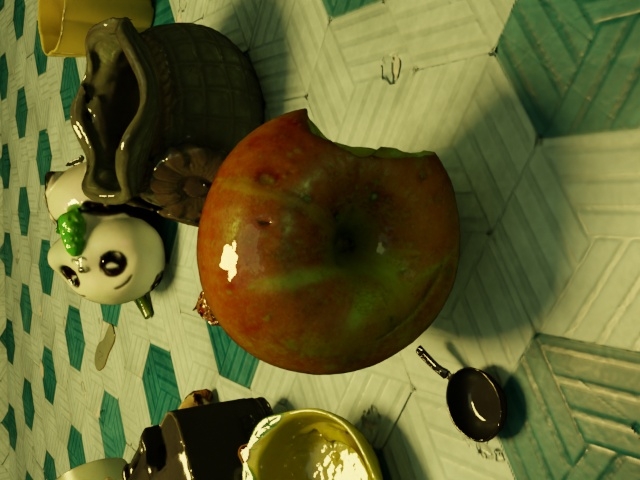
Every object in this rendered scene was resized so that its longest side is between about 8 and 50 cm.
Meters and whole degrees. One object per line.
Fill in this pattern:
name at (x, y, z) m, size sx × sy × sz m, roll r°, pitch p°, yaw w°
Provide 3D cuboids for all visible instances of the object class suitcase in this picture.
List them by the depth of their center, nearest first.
suitcase at (-0.107, 0.423, 0.851) m, size 0.283 × 0.194 × 0.434 m, roll -58°, pitch 47°, yaw 40°

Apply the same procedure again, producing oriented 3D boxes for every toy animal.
toy animal at (-0.398, -0.016, 1.236) m, size 0.212 × 0.212 × 0.267 m, roll -35°, pitch 60°, yaw 50°

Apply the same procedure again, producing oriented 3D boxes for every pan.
pan at (0.135, 0.137, 0.637) m, size 0.115 × 0.023 × 0.069 m, roll 47°, pitch 129°, yaw 40°

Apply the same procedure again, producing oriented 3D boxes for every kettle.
kettle at (-0.440, 0.610, 1.396) m, size 0.255 × 0.165 × 0.240 m, roll 60°, pitch 166°, yaw 28°

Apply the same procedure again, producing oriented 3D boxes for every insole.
insole at (-0.512, 0.256, 1.590) m, size 0.188 × 0.004 × 0.064 m, roll -52°, pitch 52°, yaw 43°

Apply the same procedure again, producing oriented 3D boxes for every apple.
apple at (0.000, 0.000, 0.638) m, size 0.226 × 0.246 × 0.247 m, roll -174°, pitch 83°, yaw -70°

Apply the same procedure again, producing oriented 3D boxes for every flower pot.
flower pot at (-0.221, -0.160, 0.968) m, size 0.301 × 0.213 × 0.302 m, roll 2°, pitch 93°, yaw 55°
flower pot at (-0.424, -0.437, 1.273) m, size 0.195 × 0.179 × 0.195 m, roll 6°, pitch 97°, yaw 53°

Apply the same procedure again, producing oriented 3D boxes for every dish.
dish at (0.004, 0.267, 0.764) m, size 0.207 × 0.080 × 0.149 m, roll 9°, pitch 81°, yaw 39°

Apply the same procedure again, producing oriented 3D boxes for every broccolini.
broccolini at (-0.390, 0.066, 1.353) m, size 0.091 × 0.068 × 0.203 m, roll -45°, pitch 55°, yaw 23°

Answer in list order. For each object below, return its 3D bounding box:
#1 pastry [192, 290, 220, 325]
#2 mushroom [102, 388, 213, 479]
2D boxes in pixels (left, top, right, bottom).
pastry at (-0.142, 0.063, 0.997) m, size 0.087 × 0.063 × 0.169 m, roll 59°, pitch 137°, yaw 38°
mushroom at (-0.290, 0.407, 1.069) m, size 0.207 × 0.233 × 0.302 m, roll -1°, pitch 100°, yaw 17°
